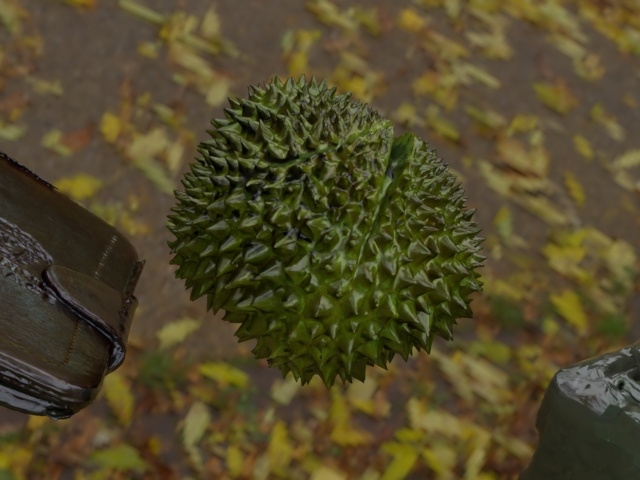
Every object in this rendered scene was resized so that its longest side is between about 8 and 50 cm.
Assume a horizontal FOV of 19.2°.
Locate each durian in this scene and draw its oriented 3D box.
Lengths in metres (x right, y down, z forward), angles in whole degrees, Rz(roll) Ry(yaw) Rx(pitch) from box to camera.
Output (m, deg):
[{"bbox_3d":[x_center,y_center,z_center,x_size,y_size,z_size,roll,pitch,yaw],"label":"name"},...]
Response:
[{"bbox_3d":[-0.008,-0.004,1.010,0.198,0.146,0.159,13,-27,48],"label":"durian"}]

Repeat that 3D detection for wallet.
[{"bbox_3d":[-0.160,0.018,0.998,0.137,0.031,0.255,27,19,-7],"label":"wallet"}]

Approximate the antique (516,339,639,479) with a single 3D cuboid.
[{"bbox_3d":[0.173,0.196,1.080,0.150,0.284,0.125,-12,40,-46],"label":"antique"}]
